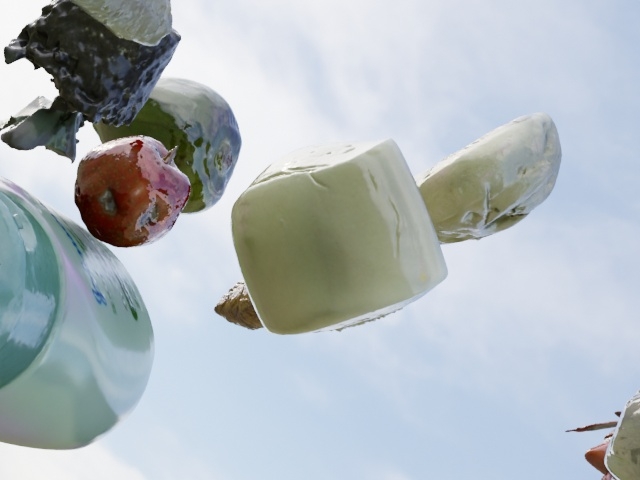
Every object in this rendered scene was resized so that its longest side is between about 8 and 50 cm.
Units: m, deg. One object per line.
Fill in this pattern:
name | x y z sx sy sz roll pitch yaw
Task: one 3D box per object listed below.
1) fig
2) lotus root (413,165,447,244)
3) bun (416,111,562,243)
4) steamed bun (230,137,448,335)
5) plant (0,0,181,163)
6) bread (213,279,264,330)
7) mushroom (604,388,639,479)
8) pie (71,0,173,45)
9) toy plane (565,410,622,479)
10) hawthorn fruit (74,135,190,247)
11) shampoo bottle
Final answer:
fig | -0.234 -0.147 1.754 0.225 0.203 0.203 14 -35 14
lotus root | 0.189 -0.055 1.780 0.209 0.120 0.120 -13 -56 17
bun | 0.217 -0.070 1.498 0.210 0.237 0.116 -34 -98 40
steamed bun | 0.000 0.000 1.259 0.250 0.154 0.200 -19 -87 47
plant | -0.245 -0.171 1.210 0.131 0.203 0.142 37 1 8
bread | -0.054 0.072 1.670 0.076 0.105 0.233 41 -51 -21
mushroom | 0.257 0.131 0.740 0.212 0.097 0.088 -9 -83 65
pie | -0.161 -0.229 0.850 0.068 0.129 0.282 0 -8 14
toy plane | 0.351 0.211 1.162 0.194 0.077 0.126 15 -36 -24
hawthorn fruit | -0.138 -0.038 0.890 0.093 0.093 0.093 38 -27 23
shampoo bottle | -0.231 0.042 0.816 0.222 0.151 0.349 59 0 12
